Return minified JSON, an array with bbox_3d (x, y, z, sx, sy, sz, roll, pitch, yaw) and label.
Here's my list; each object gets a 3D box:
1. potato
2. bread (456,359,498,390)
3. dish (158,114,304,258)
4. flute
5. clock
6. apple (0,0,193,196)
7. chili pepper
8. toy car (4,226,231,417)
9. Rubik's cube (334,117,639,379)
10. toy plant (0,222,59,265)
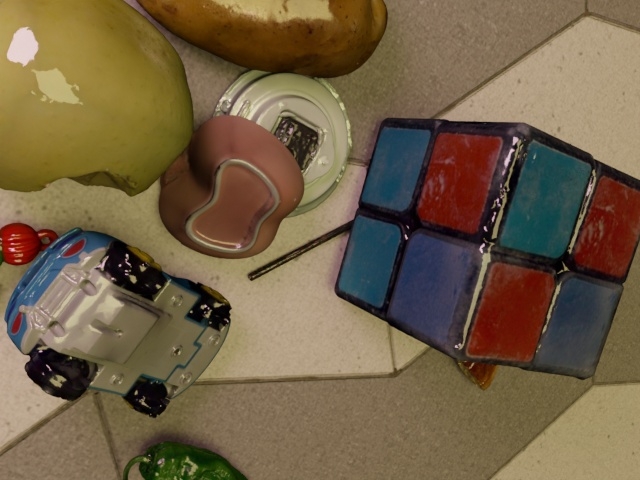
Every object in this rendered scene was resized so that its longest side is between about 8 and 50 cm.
[{"bbox_3d":[-0.074,-0.332,0.797,0.369,0.176,0.195,4,128,-23],"label":"potato"},{"bbox_3d":[0.311,0.196,1.166,0.136,0.054,0.154,-48,123,-7],"label":"bread"},{"bbox_3d":[-0.124,-0.057,0.839,0.213,0.090,0.213,-4,116,-9],"label":"dish"},{"bbox_3d":[0.000,0.000,0.990,0.269,0.014,0.014,-28,113,-17],"label":"flute"},{"bbox_3d":[-0.050,-0.146,0.910,0.236,0.053,0.236,-6,104,-24],"label":"clock"},{"bbox_3d":[-0.286,-0.166,0.673,0.279,0.279,0.279,-6,105,-24],"label":"apple"},{"bbox_3d":[-0.191,0.381,0.958,0.257,0.074,0.100,42,83,-28],"label":"chili pepper"},{"bbox_3d":[-0.259,0.107,0.816,0.198,0.166,0.314,-53,147,-3],"label":"toy car"},{"bbox_3d":[0.252,0.004,0.937,0.313,0.316,0.318,14,94,-31],"label":"Rubik's cube"},{"bbox_3d":[-0.463,0.028,0.737,0.240,0.088,0.155,17,107,-39],"label":"toy plant"}]
